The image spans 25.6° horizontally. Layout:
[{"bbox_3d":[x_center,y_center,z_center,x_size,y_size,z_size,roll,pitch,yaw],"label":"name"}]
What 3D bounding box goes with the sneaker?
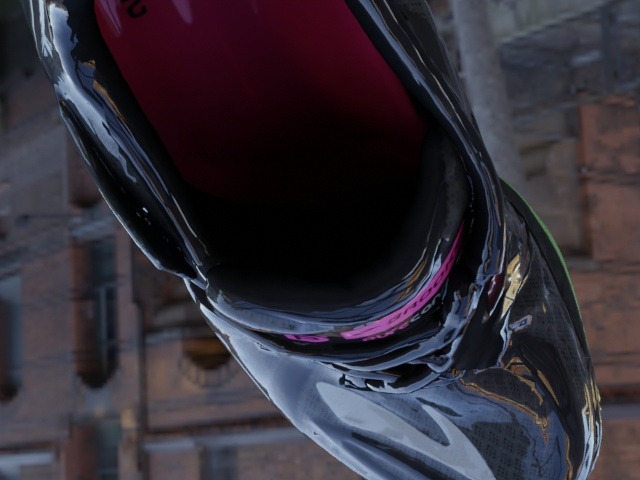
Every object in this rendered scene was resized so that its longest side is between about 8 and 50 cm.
[{"bbox_3d":[0.000,0.000,0.618,0.185,0.202,0.483,-27,129,12],"label":"sneaker"}]
